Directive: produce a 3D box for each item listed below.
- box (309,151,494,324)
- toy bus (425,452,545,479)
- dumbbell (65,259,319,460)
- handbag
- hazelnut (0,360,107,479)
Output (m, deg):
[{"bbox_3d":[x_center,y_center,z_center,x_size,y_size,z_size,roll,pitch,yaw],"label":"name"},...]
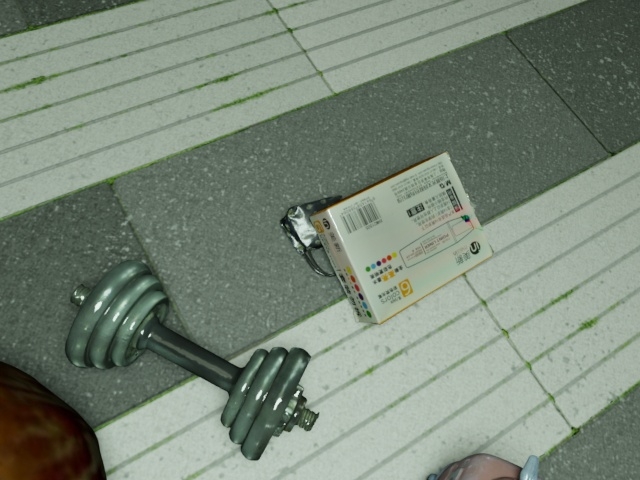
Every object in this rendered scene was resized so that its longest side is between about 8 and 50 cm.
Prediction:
[{"bbox_3d":[0.148,-0.007,0.981,0.274,0.091,0.221,-25,94,-21],"label":"box"},{"bbox_3d":[0.209,0.421,0.717,0.197,0.232,0.294,25,55,15],"label":"toy bus"},{"bbox_3d":[-0.188,0.173,0.819,0.406,0.179,0.179,28,63,4],"label":"dumbbell"},{"bbox_3d":[0.000,0.000,1.009,0.115,0.072,0.139,-14,83,-22],"label":"handbag"},{"bbox_3d":[-0.440,0.313,0.596,0.402,0.402,0.429,-31,67,-22],"label":"hazelnut"}]
